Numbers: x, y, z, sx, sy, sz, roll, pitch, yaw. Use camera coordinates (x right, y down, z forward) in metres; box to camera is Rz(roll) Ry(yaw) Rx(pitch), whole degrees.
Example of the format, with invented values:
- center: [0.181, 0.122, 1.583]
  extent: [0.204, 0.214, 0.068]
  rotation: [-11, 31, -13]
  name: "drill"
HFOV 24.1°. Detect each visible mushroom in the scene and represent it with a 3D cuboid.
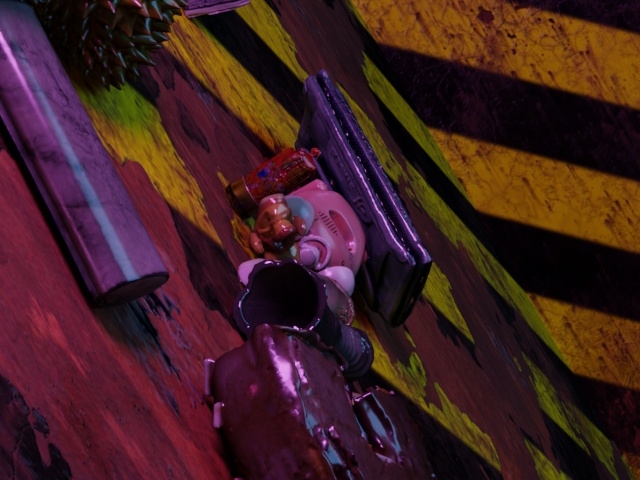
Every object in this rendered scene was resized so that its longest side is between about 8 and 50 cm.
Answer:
- center: [-0.030, 0.062, 1.869]
  extent: [0.209, 0.071, 0.084]
  rotation: [30, 27, -58]
  name: "mushroom"

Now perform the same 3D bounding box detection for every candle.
- center: [-0.055, -0.080, 1.918]
  extent: [0.052, 0.131, 0.052]
  rotation: [56, 12, -18]
  name: "candle"

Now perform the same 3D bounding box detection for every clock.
- center: [0.000, 0.000, 2.045]
  extent: [0.166, 0.093, 0.162]
  rotation: [59, 17, -9]
  name: "clock"

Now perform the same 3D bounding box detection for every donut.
- center: [0.021, 0.243, 1.539]
  extent: [0.345, 0.136, 0.259]
  rotation: [33, 33, -61]
  name: "donut"

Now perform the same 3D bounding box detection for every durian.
- center: [-0.239, -0.264, 1.615]
  extent: [0.166, 0.172, 0.306]
  rotation: [38, 20, 8]
  name: "durian"

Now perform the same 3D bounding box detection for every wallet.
- center: [0.045, -0.053, 2.206]
  extent: [0.342, 0.075, 0.237]
  rotation: [62, -17, 20]
  name: "wallet"

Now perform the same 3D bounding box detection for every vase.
- center: [-0.009, 0.107, 1.781]
  extent: [0.115, 0.115, 0.237]
  rotation: [67, 10, 26]
  name: "vase"

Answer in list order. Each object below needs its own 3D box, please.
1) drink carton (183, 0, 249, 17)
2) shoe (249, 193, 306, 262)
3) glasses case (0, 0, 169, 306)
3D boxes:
- center: [-0.173, -0.452, 2.155]
  extent: [0.222, 0.102, 0.134]
  rotation: [82, -4, -47]
  name: "drink carton"
- center: [-0.056, -0.006, 1.900]
  extent: [0.069, 0.072, 0.109]
  rotation: [64, -32, 34]
  name: "shoe"
- center: [-0.239, -0.083, 1.409]
  extent: [0.299, 0.060, 0.114]
  rotation: [62, 16, 8]
  name: "glasses case"
